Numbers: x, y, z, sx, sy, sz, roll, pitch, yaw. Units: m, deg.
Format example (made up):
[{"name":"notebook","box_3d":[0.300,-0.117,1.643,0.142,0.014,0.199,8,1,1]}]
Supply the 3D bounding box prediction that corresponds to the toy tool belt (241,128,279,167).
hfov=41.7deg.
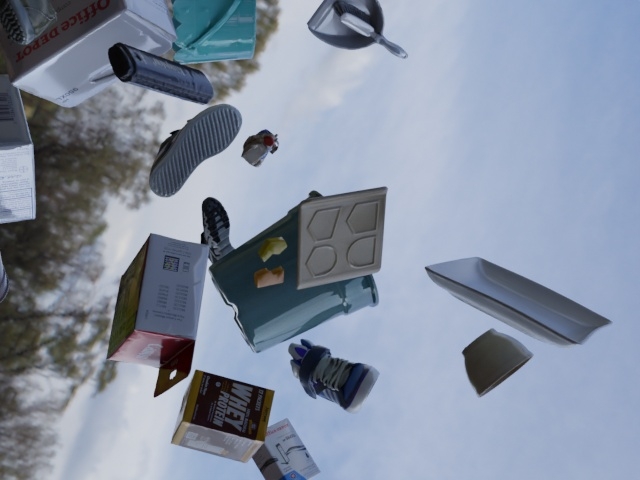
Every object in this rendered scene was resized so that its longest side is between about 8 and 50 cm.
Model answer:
[{"name":"toy tool belt","box_3d":[-0.096,-0.165,1.416,0.083,0.052,0.051,-36,-161,44]}]

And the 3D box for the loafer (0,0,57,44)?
[{"name":"loafer","box_3d":[-0.510,-0.451,1.375,0.094,0.251,0.087,4,-152,47]}]

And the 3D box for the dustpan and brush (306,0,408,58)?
[{"name":"dustpan and brush","box_3d":[0.097,-0.438,1.741,0.147,0.211,0.060,-48,-142,28]}]

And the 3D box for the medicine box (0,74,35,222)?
[{"name":"medicine box","box_3d":[-0.837,-0.233,2.172,0.289,0.149,0.263,110,-37,-47]}]

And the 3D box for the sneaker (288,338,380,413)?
[{"name":"sneaker","box_3d":[0.014,0.351,2.245,0.130,0.236,0.323,-59,180,-16]}]

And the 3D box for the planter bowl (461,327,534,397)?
[{"name":"planter bowl","box_3d":[0.396,0.273,1.946,0.109,0.162,0.162,52,-56,18]}]

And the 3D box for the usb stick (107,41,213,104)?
[{"name":"usb stick","box_3d":[-0.281,-0.297,1.513,0.045,0.278,0.077,-29,-101,21]}]

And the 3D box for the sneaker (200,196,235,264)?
[{"name":"sneaker","box_3d":[-0.288,-0.009,2.253,0.106,0.234,0.078,9,-145,42]}]

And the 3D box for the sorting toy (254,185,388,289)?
[{"name":"sorting toy","box_3d":[0.000,0.000,1.811,0.041,0.307,0.229,47,-40,50]}]

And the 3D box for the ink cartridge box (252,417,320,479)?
[{"name":"ink cartridge box","box_3d":[-0.118,0.673,2.604,0.086,0.148,0.203,-47,-111,35]}]

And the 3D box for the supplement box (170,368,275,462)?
[{"name":"supplement box","box_3d":[-0.232,0.419,1.986,0.191,0.194,0.129,121,-17,-56]}]

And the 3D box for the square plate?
[{"name":"square plate","box_3d":[0.427,0.133,1.800,0.347,0.344,0.049,28,-75,25]}]

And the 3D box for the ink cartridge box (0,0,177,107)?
[{"name":"ink cartridge box","box_3d":[-0.475,-0.499,1.596,0.285,0.166,0.395,-26,-108,19]}]

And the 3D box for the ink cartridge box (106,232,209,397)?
[{"name":"ink cartridge box","box_3d":[-0.349,0.167,1.754,0.309,0.130,0.272,140,-41,-59]}]

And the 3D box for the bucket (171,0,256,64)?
[{"name":"bucket","box_3d":[-0.246,-0.534,1.898,0.281,0.183,0.281,178,-90,-79]}]

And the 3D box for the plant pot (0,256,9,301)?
[{"name":"plant pot","box_3d":[-0.773,0.048,1.845,0.167,0.167,0.165,-86,-167,-45]}]

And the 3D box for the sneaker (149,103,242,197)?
[{"name":"sneaker","box_3d":[-0.351,-0.264,2.296,0.321,0.126,0.127,-42,-152,8]}]

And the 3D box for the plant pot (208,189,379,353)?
[{"name":"plant pot","box_3d":[-0.082,0.097,2.123,0.334,0.341,0.341,-28,-161,-11]}]
